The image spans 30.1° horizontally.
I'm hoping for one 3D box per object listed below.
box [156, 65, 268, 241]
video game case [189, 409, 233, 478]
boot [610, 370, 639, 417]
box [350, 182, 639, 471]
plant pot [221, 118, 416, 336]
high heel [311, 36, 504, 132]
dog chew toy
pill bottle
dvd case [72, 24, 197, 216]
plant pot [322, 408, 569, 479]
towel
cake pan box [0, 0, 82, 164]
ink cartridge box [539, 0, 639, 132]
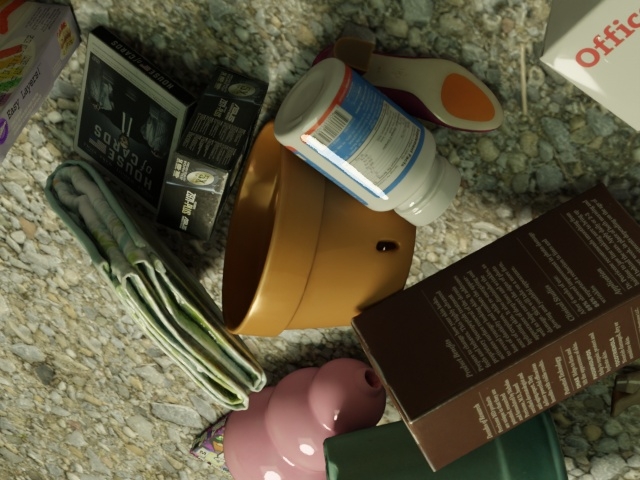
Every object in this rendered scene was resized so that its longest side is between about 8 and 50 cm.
[{"bbox_3d":[-0.144,-0.116,1.587,0.078,0.180,0.147,21,138,-1],"label":"box"},{"bbox_3d":[-0.099,0.406,2.236,0.232,0.041,0.210,34,136,-15],"label":"video game case"},{"bbox_3d":[0.494,0.239,1.827,0.087,0.042,0.118,2,143,8],"label":"boot"},{"bbox_3d":[0.255,0.109,1.521,0.381,0.191,0.143,-27,136,-3],"label":"box"},{"bbox_3d":[0.000,0.000,1.603,0.204,0.290,0.291,12,141,-15],"label":"plant pot"},{"bbox_3d":[0.108,-0.186,1.511,0.244,0.082,0.117,15,168,-13],"label":"high heel"},{"bbox_3d":[-0.017,0.307,1.991,0.207,0.206,0.332,36,128,-17],"label":"dog chew toy"},{"bbox_3d":[0.062,-0.113,1.454,0.221,0.124,0.124,36,137,-25],"label":"pill bottle"},{"bbox_3d":[-0.263,-0.160,1.657,0.179,0.029,0.238,38,140,13],"label":"dvd case"},{"bbox_3d":[0.184,0.403,1.817,0.334,0.341,0.341,-7,136,-4],"label":"plant pot"},{"bbox_3d":[-0.243,0.059,1.717,0.090,0.374,0.320,-40,123,-3],"label":"towel"},{"bbox_3d":[-0.479,-0.217,1.548,0.246,0.266,0.070,10,140,16],"label":"cake pan box"},{"bbox_3d":[0.475,-0.209,1.253,0.395,0.166,0.285,33,137,-13],"label":"ink cartridge box"}]
